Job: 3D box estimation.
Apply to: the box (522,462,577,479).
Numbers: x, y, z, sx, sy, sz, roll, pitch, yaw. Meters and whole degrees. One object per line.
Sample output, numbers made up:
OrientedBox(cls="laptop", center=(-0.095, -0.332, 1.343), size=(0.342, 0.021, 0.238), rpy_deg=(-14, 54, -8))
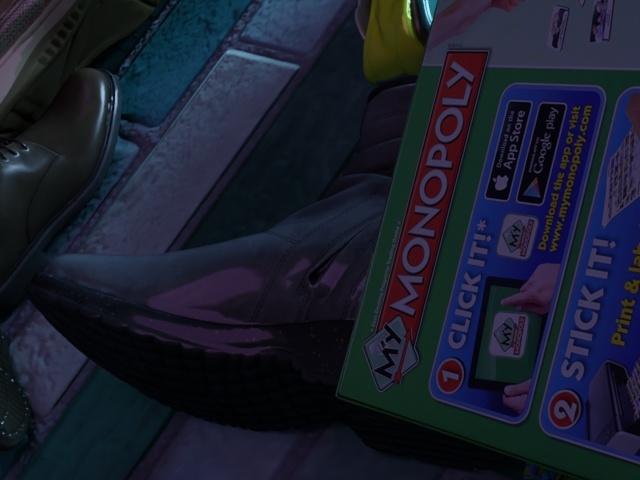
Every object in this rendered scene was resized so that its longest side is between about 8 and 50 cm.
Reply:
OrientedBox(cls="box", center=(0.246, 0.059, 0.436), size=(0.279, 0.177, 0.290), rpy_deg=(-5, 55, 34))

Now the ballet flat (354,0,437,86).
OrientedBox(cls="ballet flat", center=(0.060, -0.203, 0.847), size=(0.077, 0.077, 0.231), rpy_deg=(-27, 45, 39))

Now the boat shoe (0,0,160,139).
OrientedBox(cls="boat shoe", center=(-0.228, -0.203, 0.987), size=(0.110, 0.121, 0.341), rpy_deg=(37, 82, 12))

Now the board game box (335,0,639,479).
OrientedBox(cls="board game box", center=(0.127, -0.076, 0.381), size=(0.213, 0.046, 0.317), rpy_deg=(12, 86, 50))

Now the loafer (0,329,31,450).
OrientedBox(cls="loafer", center=(-0.245, 0.105, 0.837), size=(0.050, 0.056, 0.148), rpy_deg=(-39, 34, 5))

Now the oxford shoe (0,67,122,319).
OrientedBox(cls="oxford shoe", center=(-0.230, -0.054, 0.918), size=(0.083, 0.096, 0.227), rpy_deg=(5, 59, 40))

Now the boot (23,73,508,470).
OrientedBox(cls="boot", center=(0.000, 0.000, 0.717), size=(0.338, 0.118, 0.223), rpy_deg=(10, 60, 27))
